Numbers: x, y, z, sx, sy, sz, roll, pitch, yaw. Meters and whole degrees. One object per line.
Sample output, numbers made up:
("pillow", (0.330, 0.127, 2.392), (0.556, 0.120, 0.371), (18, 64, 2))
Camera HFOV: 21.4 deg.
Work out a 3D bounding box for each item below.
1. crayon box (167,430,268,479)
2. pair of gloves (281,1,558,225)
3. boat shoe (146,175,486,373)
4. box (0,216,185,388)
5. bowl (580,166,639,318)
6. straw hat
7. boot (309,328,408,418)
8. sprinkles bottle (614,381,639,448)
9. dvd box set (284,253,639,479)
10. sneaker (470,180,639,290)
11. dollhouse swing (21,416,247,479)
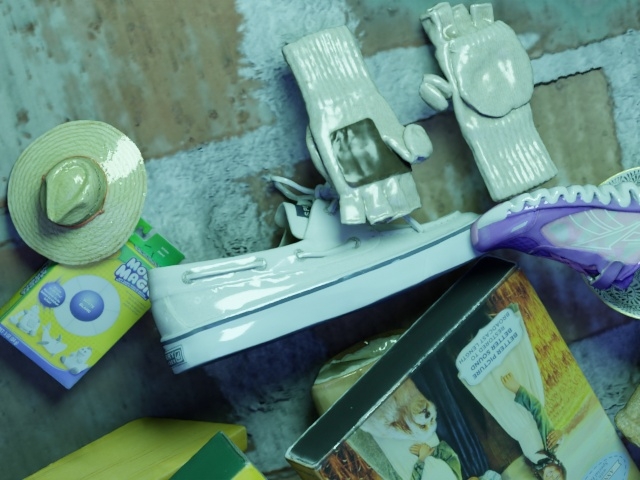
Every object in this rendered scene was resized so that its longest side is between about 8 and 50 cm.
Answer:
("crayon box", (-0.087, 0.421, 1.625), (0.313, 0.106, 0.363), (-43, 113, -7))
("pair of gloves", (0.100, -0.126, 1.627), (0.240, 0.042, 0.204), (-13, 81, -15))
("boat shoe", (-0.004, 0.002, 1.670), (0.367, 0.136, 0.156), (-19, 86, -18))
("box", (-0.228, 0.052, 1.693), (0.105, 0.043, 0.179), (42, 96, -21))
("bowl", (0.347, 0.015, 1.750), (0.170, 0.170, 0.080), (-25, 157, -1))
("straw hat", (-0.238, -0.047, 1.618), (0.144, 0.061, 0.144), (0, 91, 3))
("boot", (0.038, 0.260, 1.763), (0.236, 0.089, 0.269), (-30, 113, -32))
("sprinkles bottle", (0.448, 0.075, 1.775), (0.121, 0.121, 0.355), (27, 100, -19))
("dvd box set", (0.181, 0.269, 1.763), (0.307, 0.062, 0.420), (-42, 119, -19))
("sneaker", (0.264, 0.000, 1.658), (0.236, 0.095, 0.104), (-5, 82, -15))
("dollhouse swing", (-0.269, 0.367, 1.795), (0.315, 0.305, 0.347), (-27, 121, -46))
